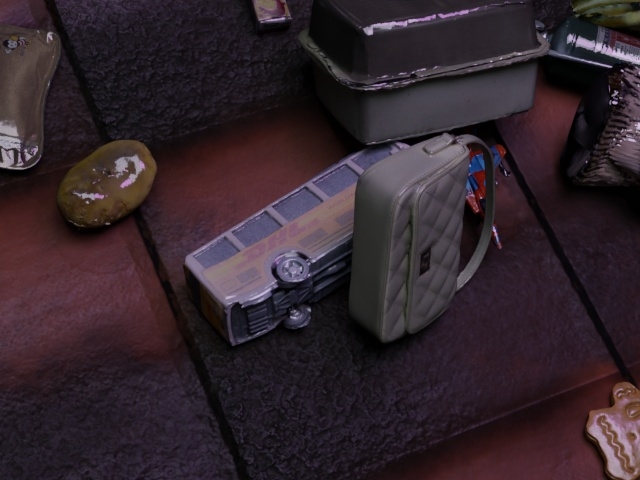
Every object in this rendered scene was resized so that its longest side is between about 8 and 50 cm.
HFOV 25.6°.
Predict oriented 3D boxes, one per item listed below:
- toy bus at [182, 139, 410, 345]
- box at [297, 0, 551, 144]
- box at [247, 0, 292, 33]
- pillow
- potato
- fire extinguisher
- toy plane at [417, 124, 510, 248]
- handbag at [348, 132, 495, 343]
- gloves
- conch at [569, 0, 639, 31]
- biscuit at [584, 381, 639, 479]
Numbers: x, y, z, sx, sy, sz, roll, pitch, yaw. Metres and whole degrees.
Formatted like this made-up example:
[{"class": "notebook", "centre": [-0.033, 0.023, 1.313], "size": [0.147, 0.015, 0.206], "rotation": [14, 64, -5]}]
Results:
[{"class": "toy bus", "centre": [0.000, 0.000, 1.740], "size": [0.342, 0.097, 0.138], "rotation": [-33, 55, -22]}, {"class": "box", "centre": [0.133, -0.249, 1.821], "size": [0.290, 0.166, 0.220], "rotation": [-13, 33, -16]}, {"class": "box", "centre": [-0.091, -0.385, 1.949], "size": [0.049, 0.041, 0.207], "rotation": [-12, 71, -14]}, {"class": "pillow", "centre": [-0.406, -0.188, 1.811], "size": [0.130, 0.033, 0.218], "rotation": [9, 62, -4]}, {"class": "potato", "centre": [-0.266, -0.067, 1.750], "size": [0.138, 0.070, 0.091], "rotation": [-36, 72, -25]}, {"class": "fire extinguisher", "centre": [0.390, -0.248, 1.937], "size": [0.294, 0.093, 0.118], "rotation": [19, 29, 1]}, {"class": "toy plane", "centre": [0.196, -0.066, 1.832], "size": [0.130, 0.061, 0.189], "rotation": [-13, 70, -16]}, {"class": "handbag", "centre": [0.136, -0.010, 1.688], "size": [0.219, 0.256, 0.079], "rotation": [-27, 46, -32]}, {"class": "gloves", "centre": [0.486, -0.125, 1.839], "size": [0.312, 0.135, 0.210], "rotation": [21, 95, 0]}, {"class": "conch", "centre": [0.439, -0.326, 1.952], "size": [0.200, 0.080, 0.095], "rotation": [-8, 19, 24]}, {"class": "biscuit", "centre": [0.415, 0.232, 1.731], "size": [0.184, 0.027, 0.133], "rotation": [-8, 63, -13]}]
